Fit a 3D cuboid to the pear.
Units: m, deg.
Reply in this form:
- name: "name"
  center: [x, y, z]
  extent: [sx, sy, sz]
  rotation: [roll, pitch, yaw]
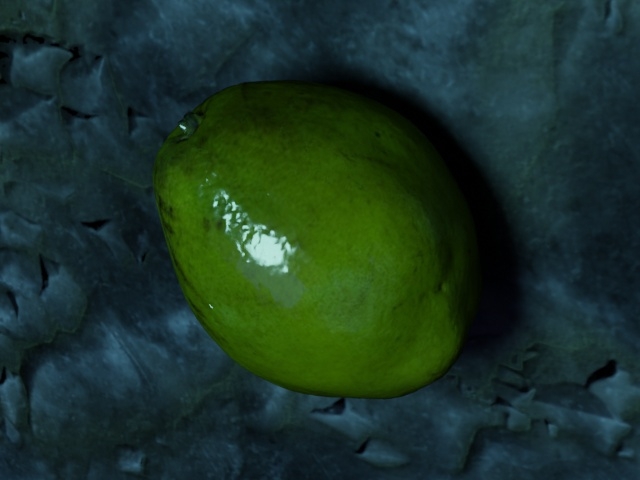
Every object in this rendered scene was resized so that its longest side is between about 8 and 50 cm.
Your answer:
- name: "pear"
  center: [0.000, 0.000, 1.387]
  extent: [0.269, 0.212, 0.212]
  rotation: [41, 140, -14]
